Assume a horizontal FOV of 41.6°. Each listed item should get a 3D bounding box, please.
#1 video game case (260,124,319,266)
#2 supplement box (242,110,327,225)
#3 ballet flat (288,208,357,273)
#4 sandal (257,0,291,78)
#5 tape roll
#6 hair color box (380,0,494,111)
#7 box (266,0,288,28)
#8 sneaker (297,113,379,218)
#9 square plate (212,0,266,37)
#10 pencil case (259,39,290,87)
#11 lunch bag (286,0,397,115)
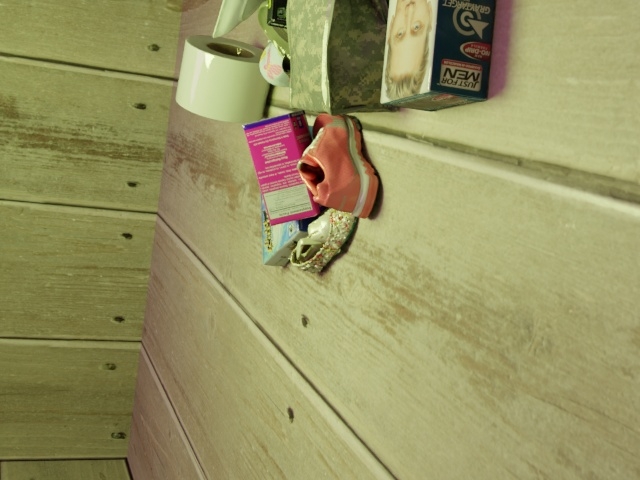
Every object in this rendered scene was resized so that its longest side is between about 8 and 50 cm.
[{"bbox_3d":[-0.078,-0.103,2.001,0.244,0.061,0.270,137,133,-60],"label":"video game case"},{"bbox_3d":[-0.070,-0.154,1.782,0.111,0.113,0.220,-40,-63,-70],"label":"supplement box"},{"bbox_3d":[0.000,0.000,1.763,0.241,0.077,0.091,124,145,-49],"label":"ballet flat"},{"bbox_3d":[-0.048,-0.389,1.814,0.303,0.086,0.120,48,141,13],"label":"sandal"},{"bbox_3d":[-0.259,-0.438,2.277,0.246,0.246,0.169,-123,44,-57],"label":"tape roll"},{"bbox_3d":[0.190,-0.391,1.338,0.174,0.105,0.347,-175,89,-69],"label":"hair color box"},{"bbox_3d":[-0.013,-0.526,1.755,0.045,0.190,0.184,179,97,-70],"label":"box"},{"bbox_3d":[0.014,-0.170,1.684,0.314,0.136,0.116,-111,34,-48],"label":"sneaker"},{"bbox_3d":[-0.124,-0.692,2.063,0.344,0.049,0.347,-55,-3,-43],"label":"square plate"},{"bbox_3d":[-0.049,-0.469,1.935,0.273,0.113,0.124,134,133,-57],"label":"pencil case"},{"bbox_3d":[0.038,-0.390,1.604,0.235,0.168,0.287,-152,57,-66],"label":"lunch bag"}]
